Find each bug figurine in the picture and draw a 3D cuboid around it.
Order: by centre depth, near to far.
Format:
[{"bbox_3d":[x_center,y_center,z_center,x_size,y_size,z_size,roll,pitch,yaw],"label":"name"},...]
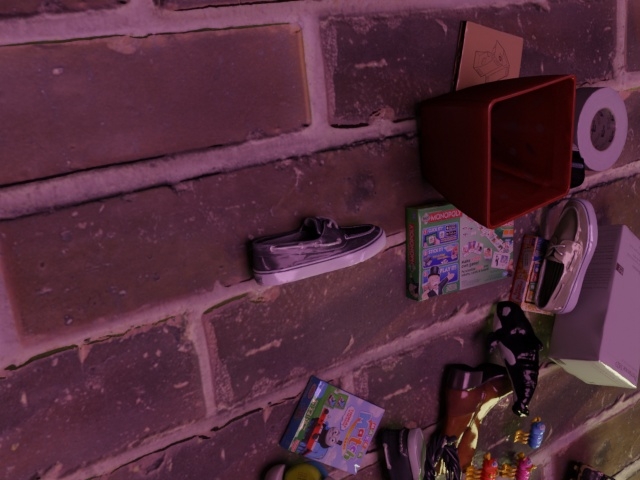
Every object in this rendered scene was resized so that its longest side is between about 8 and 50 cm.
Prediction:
[{"bbox_3d":[0.493,0.586,1.888,0.279,0.072,0.216,-25,131,-31],"label":"bug figurine"}]

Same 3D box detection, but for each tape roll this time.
[{"bbox_3d":[0.714,-0.293,1.908,0.219,0.072,0.219,-8,103,-35],"label":"tape roll"}]

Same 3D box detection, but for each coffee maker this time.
[{"bbox_3d":[0.556,-0.169,1.796,0.178,0.120,0.171,4,105,-36],"label":"coffee maker"}]

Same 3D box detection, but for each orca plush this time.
[{"bbox_3d":[0.487,0.274,1.759,0.151,0.102,0.287,22,58,-18],"label":"orca plush"}]

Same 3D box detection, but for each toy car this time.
[{"bbox_3d":[-0.030,0.541,1.508,0.136,0.159,0.182,-13,110,-69],"label":"toy car"}]

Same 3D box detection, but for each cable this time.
[{"bbox_3d":[0.281,0.546,1.682,0.151,0.047,0.184,8,87,-57],"label":"cable"}]

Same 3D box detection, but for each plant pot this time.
[{"bbox_3d":[0.361,-0.212,1.557,0.267,0.236,0.267,-21,119,-31],"label":"plant pot"}]

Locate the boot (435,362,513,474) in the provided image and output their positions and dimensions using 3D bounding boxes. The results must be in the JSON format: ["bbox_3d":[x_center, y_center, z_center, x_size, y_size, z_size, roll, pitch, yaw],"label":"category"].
[{"bbox_3d":[0.403,0.455,1.818,0.264,0.096,0.280,5,98,-38],"label":"boot"}]

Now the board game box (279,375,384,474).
[{"bbox_3d":[0.030,0.403,1.573,0.211,0.039,0.160,32,80,-36],"label":"board game box"}]

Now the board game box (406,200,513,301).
[{"bbox_3d":[0.335,0.008,1.711,0.317,0.046,0.213,-10,104,-34],"label":"board game box"}]

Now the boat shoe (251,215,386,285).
[{"bbox_3d":[0.000,0.000,1.439,0.301,0.108,0.102,-16,110,-25],"label":"boat shoe"}]

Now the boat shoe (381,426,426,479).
[{"bbox_3d":[0.208,0.568,1.705,0.114,0.091,0.302,-39,123,-62],"label":"boat shoe"}]

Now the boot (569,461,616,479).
[{"bbox_3d":[0.720,0.779,2.080,0.377,0.138,0.284,33,80,-39],"label":"boot"}]

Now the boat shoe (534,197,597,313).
[{"bbox_3d":[0.616,0.042,1.826,0.094,0.109,0.302,3,98,-35],"label":"boat shoe"}]

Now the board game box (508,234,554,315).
[{"bbox_3d":[0.573,0.092,1.898,0.147,0.045,0.193,12,91,-37],"label":"board game box"}]

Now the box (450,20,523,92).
[{"bbox_3d":[0.390,-0.408,1.684,0.201,0.021,0.164,4,97,-35],"label":"box"}]

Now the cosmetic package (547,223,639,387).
[{"bbox_3d":[0.752,0.174,1.926,0.217,0.156,0.385,30,66,-35],"label":"cosmetic package"}]
